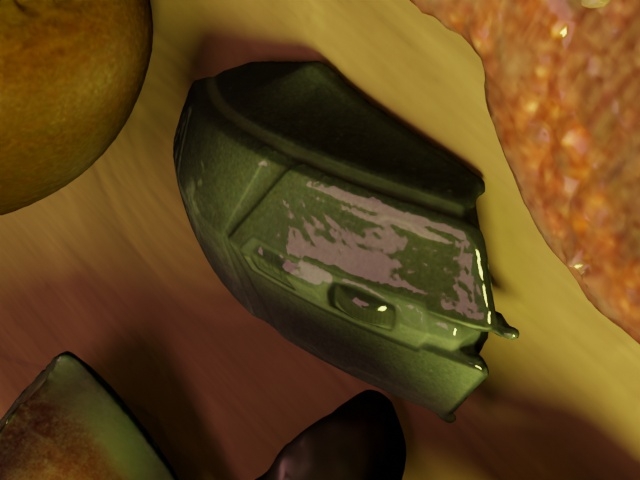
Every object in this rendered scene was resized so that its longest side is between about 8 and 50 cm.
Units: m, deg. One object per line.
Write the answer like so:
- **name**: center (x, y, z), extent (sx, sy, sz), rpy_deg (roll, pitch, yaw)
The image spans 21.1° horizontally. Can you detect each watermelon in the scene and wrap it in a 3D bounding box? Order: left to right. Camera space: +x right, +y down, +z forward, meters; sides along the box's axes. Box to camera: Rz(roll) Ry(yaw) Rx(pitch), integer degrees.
- **watermelon**: center (-0.194, 0.254, 1.077), extent (0.283, 0.293, 0.250), rpy_deg (60, 175, 11)

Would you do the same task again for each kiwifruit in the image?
- **kiwifruit**: center (-0.197, -0.105, 0.915), extent (0.234, 0.196, 0.196), rpy_deg (-26, 86, 54)

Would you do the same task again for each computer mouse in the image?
- **computer mouse**: center (-0.002, -0.001, 0.801), extent (0.231, 0.071, 0.126), rpy_deg (39, 137, 36)

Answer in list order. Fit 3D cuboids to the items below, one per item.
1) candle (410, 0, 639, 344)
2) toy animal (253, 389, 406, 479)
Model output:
- **candle**: center (0.124, -0.120, 0.510), extent (0.317, 0.131, 0.287), rpy_deg (60, 143, 11)
- **toy animal**: center (-0.008, 0.182, 0.795), extent (0.344, 0.303, 0.194), rpy_deg (155, 99, -81)
